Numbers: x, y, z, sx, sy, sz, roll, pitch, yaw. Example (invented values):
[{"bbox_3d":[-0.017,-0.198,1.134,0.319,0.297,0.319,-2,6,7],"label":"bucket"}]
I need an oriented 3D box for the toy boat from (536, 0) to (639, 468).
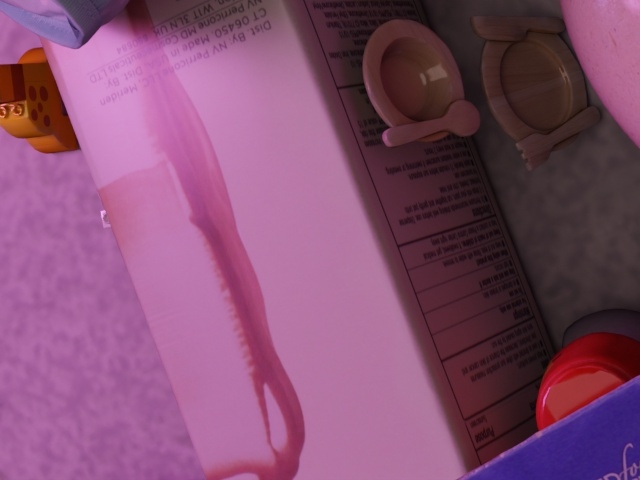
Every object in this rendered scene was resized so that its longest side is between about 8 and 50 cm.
[{"bbox_3d":[0.188,-0.040,0.790,0.267,0.148,0.318,34,101,11],"label":"toy boat"}]

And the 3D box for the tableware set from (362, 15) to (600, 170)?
[{"bbox_3d":[0.060,-0.110,0.832,0.020,0.141,0.169,-22,81,51],"label":"tableware set"}]

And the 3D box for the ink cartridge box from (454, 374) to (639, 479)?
[{"bbox_3d":[0.258,0.148,0.725,0.303,0.072,0.307,-32,113,18],"label":"ink cartridge box"}]

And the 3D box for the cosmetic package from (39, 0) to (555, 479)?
[{"bbox_3d":[0.000,0.000,0.859,0.129,0.153,0.296,-23,86,26],"label":"cosmetic package"}]

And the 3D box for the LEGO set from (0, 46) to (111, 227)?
[{"bbox_3d":[-0.143,-0.106,0.938,0.087,0.093,0.227,-8,93,24],"label":"LEGO set"}]

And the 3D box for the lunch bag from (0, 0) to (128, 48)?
[{"bbox_3d":[-0.107,-0.213,0.779,0.223,0.160,0.262,-50,44,-8],"label":"lunch bag"}]
